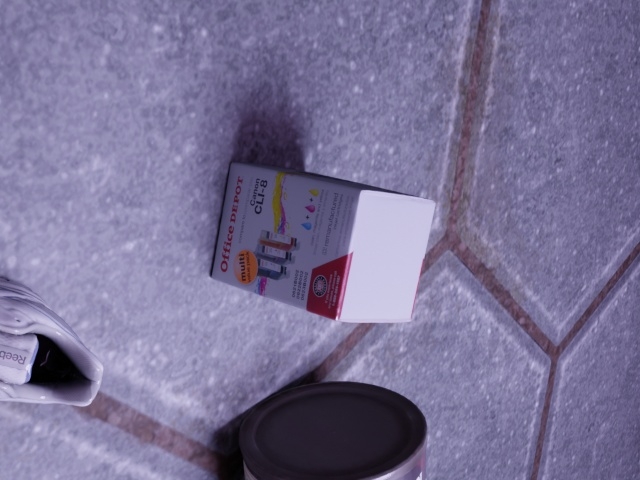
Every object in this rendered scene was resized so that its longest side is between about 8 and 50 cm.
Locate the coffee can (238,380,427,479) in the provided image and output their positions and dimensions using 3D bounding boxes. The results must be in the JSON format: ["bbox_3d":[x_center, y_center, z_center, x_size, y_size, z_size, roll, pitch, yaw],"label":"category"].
[{"bbox_3d":[0.020,0.325,1.197,0.201,0.201,0.275,-27,123,-44],"label":"coffee can"}]

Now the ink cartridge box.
[{"bbox_3d":[0.000,0.000,1.083,0.127,0.176,0.128,4,98,-49],"label":"ink cartridge box"}]

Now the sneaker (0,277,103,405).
[{"bbox_3d":[-0.280,0.058,0.788,0.297,0.129,0.111,20,88,-51],"label":"sneaker"}]
